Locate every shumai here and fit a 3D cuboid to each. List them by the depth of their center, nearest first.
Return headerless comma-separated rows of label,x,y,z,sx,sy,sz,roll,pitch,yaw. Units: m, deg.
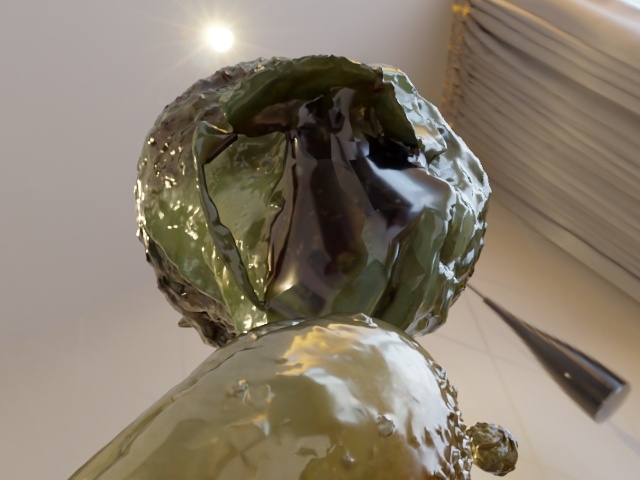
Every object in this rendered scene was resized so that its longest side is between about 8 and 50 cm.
shumai,0.000,0.000,0.754,0.395,0.348,0.395,-1,-76,-4

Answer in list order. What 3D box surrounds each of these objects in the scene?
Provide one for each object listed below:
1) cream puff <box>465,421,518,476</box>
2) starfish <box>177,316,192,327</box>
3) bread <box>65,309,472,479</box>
cream puff,0.203,0.245,0.926,0.083,0.083,0.058,39,-100,-27
starfish,-0.060,0.007,1.151,0.375,0.327,0.094,-59,-2,-27
bread,0.002,0.142,0.452,0.192,0.171,0.314,-44,-17,-15
